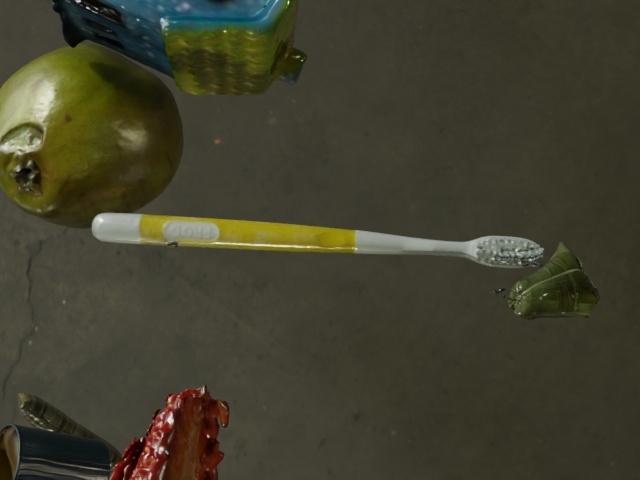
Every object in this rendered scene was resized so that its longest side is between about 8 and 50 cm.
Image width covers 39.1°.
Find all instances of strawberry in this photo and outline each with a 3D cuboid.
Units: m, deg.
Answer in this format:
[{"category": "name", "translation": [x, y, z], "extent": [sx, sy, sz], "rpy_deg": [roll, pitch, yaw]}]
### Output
[{"category": "strawberry", "translation": [-0.150, 0.237, 0.882], "extent": [0.082, 0.188, 0.121], "rpy_deg": [-3, 154, 29]}]

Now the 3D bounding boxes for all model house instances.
[{"category": "model house", "translation": [-0.153, -0.305, 1.133], "extent": [0.303, 0.237, 0.215], "rpy_deg": [25, 80, -1]}]

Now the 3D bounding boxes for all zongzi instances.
[{"category": "zongzi", "translation": [0.282, 0.049, 1.213], "extent": [0.154, 0.130, 0.062], "rpy_deg": [-2, 135, -12]}]

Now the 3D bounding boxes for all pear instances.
[{"category": "pear", "translation": [-0.338, -0.152, 1.316], "extent": [0.269, 0.321, 0.269], "rpy_deg": [8, 126, 11]}]

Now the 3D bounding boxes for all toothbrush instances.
[{"category": "toothbrush", "translation": [0.000, 0.000, 0.572], "extent": [0.288, 0.024, 0.021], "rpy_deg": [3, 86, -3]}]

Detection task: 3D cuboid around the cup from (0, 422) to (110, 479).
[{"category": "cup", "translation": [-0.385, 0.325, 1.257], "extent": [0.138, 0.113, 0.150], "rpy_deg": [20, 152, -35]}]

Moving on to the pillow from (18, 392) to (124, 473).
[{"category": "pillow", "translation": [-0.385, 0.304, 1.406], "extent": [0.203, 0.113, 0.038], "rpy_deg": [39, 78, -16]}]
